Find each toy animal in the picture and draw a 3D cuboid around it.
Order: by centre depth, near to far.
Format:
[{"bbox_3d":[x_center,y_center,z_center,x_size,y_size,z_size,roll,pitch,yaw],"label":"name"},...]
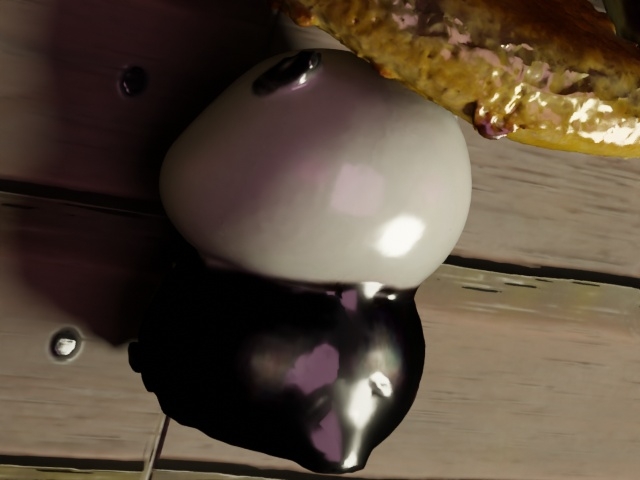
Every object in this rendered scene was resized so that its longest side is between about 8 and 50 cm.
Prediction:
[{"bbox_3d":[-0.005,0.001,1.027,0.187,0.165,0.235,2,104,-38],"label":"toy animal"}]

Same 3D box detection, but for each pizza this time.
[{"bbox_3d":[0.053,-0.155,1.000,0.336,0.226,0.086,30,119,-3],"label":"pizza"}]

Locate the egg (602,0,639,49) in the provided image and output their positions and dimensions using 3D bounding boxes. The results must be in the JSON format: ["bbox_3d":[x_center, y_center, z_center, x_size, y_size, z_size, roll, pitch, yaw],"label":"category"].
[{"bbox_3d":[0.377,-0.224,1.079,0.428,0.345,0.345,-44,132,20],"label":"egg"}]
